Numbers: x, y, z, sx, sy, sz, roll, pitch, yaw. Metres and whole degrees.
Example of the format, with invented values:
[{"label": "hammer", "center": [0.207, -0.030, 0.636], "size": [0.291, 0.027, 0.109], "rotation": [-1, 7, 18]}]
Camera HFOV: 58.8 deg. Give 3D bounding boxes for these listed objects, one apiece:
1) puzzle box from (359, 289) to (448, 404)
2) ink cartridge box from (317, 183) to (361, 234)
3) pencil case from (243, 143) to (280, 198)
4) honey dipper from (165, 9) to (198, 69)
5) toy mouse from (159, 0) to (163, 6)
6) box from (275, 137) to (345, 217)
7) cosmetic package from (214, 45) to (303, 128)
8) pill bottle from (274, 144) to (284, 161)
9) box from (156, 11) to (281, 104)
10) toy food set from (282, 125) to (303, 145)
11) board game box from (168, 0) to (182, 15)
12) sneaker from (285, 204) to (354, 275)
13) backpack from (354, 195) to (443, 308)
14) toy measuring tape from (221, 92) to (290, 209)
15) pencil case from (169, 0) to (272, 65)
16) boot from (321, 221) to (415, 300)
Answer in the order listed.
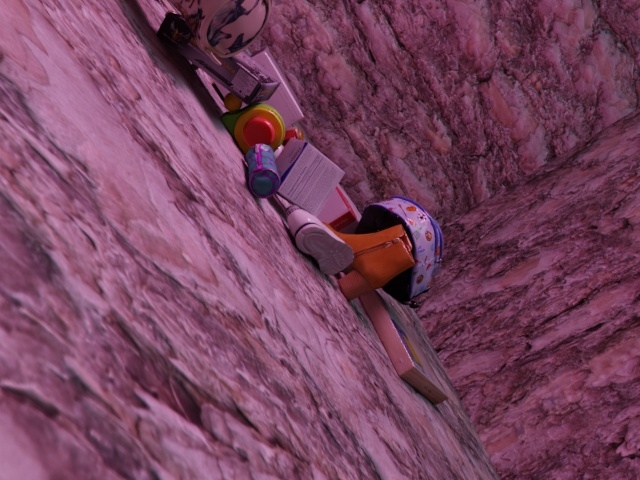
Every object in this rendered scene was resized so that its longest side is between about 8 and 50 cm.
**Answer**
[{"label": "puzzle box", "center": [0.255, 0.325, 1.706], "size": [0.409, 0.052, 0.272], "rotation": [47, 14, -53]}, {"label": "ink cartridge box", "center": [0.053, -0.080, 1.771], "size": [0.196, 0.114, 0.273], "rotation": [62, 10, 32]}, {"label": "pencil case", "center": [-0.119, -0.144, 1.154], "size": [0.151, 0.065, 0.070], "rotation": [-109, -179, -59]}, {"label": "honey dipper", "center": [-0.311, -0.452, 1.288], "size": [0.160, 0.031, 0.030], "rotation": [64, 9, 16]}, {"label": "toy mouse", "center": [-0.384, -0.609, 1.223], "size": [0.161, 0.031, 0.143], "rotation": [59, -25, 31]}, {"label": "box", "center": [-0.037, -0.140, 1.268], "size": [0.137, 0.126, 0.072], "rotation": [34, -2, -42]}, {"label": "cosmetic package", "center": [-0.163, -0.407, 1.564], "size": [0.196, 0.155, 0.365], "rotation": [58, 6, -21]}, {"label": "pill bottle", "center": [-0.118, -0.216, 1.431], "size": [0.065, 0.065, 0.116], "rotation": [63, 9, 30]}, {"label": "box", "center": [-0.206, -0.383, 1.202], "size": [0.231, 0.056, 0.183], "rotation": [38, 20, -3]}, {"label": "toy food set", "center": [-0.108, -0.243, 1.602], "size": [0.111, 0.105, 0.232], "rotation": [70, 14, -51]}, {"label": "board game box", "center": [-0.501, -0.839, 1.498], "size": [0.390, 0.050, 0.389], "rotation": [46, 14, -57]}, {"label": "sneaker", "center": [0.000, 0.000, 1.289], "size": [0.094, 0.090, 0.235], "rotation": [53, 2, 37]}, {"label": "backpack", "center": [0.224, 0.010, 1.612], "size": [0.277, 0.213, 0.263], "rotation": [31, -43, 36]}, {"label": "toy measuring tape", "center": [-0.103, -0.202, 1.297], "size": [0.330, 0.122, 0.121], "rotation": [55, 9, -23]}, {"label": "pencil case", "center": [-0.268, -0.533, 1.073], "size": [0.410, 0.183, 0.160], "rotation": [51, 17, 8]}, {"label": "boot", "center": [0.120, 0.011, 1.493], "size": [0.104, 0.211, 0.295], "rotation": [52, 10, -44]}]
